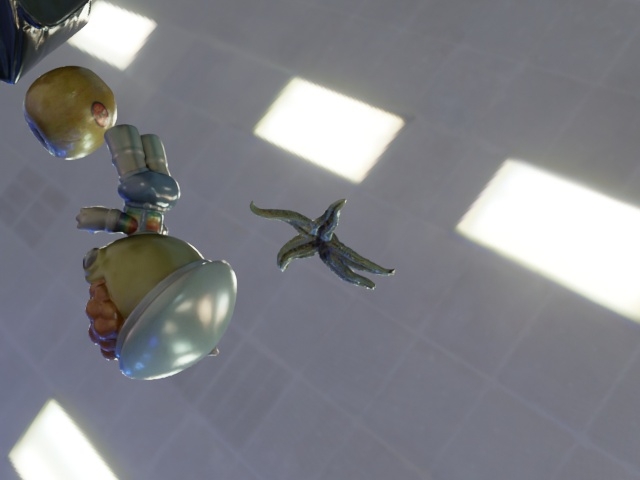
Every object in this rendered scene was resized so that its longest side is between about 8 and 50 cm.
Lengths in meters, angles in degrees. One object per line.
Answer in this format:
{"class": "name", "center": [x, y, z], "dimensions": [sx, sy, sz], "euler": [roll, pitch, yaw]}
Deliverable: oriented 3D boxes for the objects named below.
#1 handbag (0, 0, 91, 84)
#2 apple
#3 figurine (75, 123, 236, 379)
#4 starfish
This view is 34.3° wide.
{"class": "handbag", "center": [-0.550, -0.484, 2.017], "dimensions": [0.302, 0.178, 0.275], "euler": [-56, 172, -47]}
{"class": "apple", "center": [-0.463, -0.241, 1.933], "dimensions": [0.155, 0.182, 0.182], "euler": [-41, -143, -16]}
{"class": "figurine", "center": [-0.250, 0.005, 1.506], "dimensions": [0.205, 0.225, 0.381], "euler": [-23, -99, 28]}
{"class": "starfish", "center": [0.001, -0.002, 1.462], "dimensions": [0.050, 0.224, 0.217], "euler": [-67, -172, -27]}
